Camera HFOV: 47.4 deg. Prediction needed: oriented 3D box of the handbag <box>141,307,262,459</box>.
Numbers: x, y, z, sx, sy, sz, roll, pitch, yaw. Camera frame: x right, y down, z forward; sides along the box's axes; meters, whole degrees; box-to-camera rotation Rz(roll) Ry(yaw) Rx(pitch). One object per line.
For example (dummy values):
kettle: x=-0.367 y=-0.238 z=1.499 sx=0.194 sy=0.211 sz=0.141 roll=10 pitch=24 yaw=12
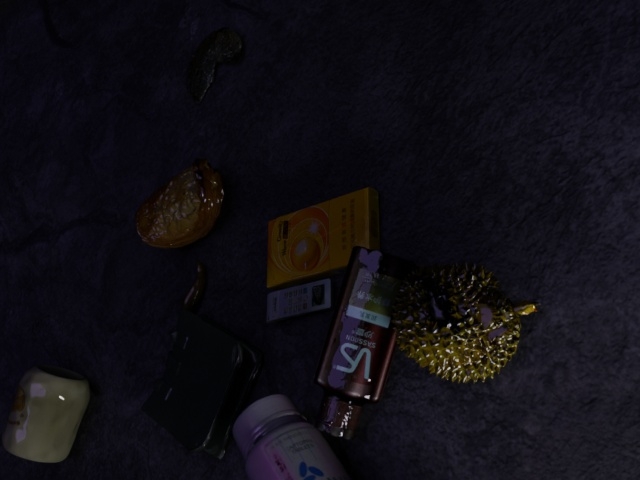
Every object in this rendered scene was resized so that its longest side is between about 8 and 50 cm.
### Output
handbag: x=-0.257 y=0.296 z=1.539 sx=0.260 sy=0.079 sz=0.248 roll=21 pitch=87 yaw=46

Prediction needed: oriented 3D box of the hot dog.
hot dog: x=-0.327 y=-0.080 z=1.738 sx=0.259 sy=0.114 sz=0.175 roll=-33 pitch=58 yaw=31

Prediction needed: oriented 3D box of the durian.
durian: x=0.210 y=0.119 z=1.140 sx=0.237 sy=0.137 sz=0.194 roll=-22 pitch=59 yaw=34

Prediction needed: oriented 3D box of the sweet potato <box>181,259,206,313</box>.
sweet potato: x=-0.291 y=0.119 z=1.672 sx=0.041 sy=0.038 sz=0.153 roll=10 pitch=77 yaw=21

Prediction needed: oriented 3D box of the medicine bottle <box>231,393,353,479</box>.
medicine bottle: x=-0.044 y=0.396 z=1.250 sx=0.152 sy=0.152 sz=0.254 roll=-52 pitch=46 yaw=13

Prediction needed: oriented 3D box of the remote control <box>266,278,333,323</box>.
remote control: x=-0.042 y=0.121 z=1.448 sx=0.166 sy=0.029 sz=0.065 roll=-16 pitch=61 yaw=32

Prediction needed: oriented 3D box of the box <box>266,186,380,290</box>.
box: x=0.000 y=0.000 z=1.449 sx=0.269 sy=0.043 sz=0.153 roll=-17 pitch=62 yaw=36

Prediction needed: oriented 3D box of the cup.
cup: x=-0.673 y=0.426 z=1.843 sx=0.173 sy=0.255 sz=0.202 roll=18 pitch=85 yaw=3

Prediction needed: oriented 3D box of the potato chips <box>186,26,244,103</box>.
potato chips: x=-0.284 y=-0.473 z=1.918 sx=0.219 sy=0.029 sz=0.202 roll=-24 pitch=55 yaw=36

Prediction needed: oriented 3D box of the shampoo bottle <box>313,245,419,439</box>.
shampoo bottle: x=0.069 y=0.179 z=1.271 sx=0.129 sy=0.084 sz=0.323 roll=17 pitch=83 yaw=10
